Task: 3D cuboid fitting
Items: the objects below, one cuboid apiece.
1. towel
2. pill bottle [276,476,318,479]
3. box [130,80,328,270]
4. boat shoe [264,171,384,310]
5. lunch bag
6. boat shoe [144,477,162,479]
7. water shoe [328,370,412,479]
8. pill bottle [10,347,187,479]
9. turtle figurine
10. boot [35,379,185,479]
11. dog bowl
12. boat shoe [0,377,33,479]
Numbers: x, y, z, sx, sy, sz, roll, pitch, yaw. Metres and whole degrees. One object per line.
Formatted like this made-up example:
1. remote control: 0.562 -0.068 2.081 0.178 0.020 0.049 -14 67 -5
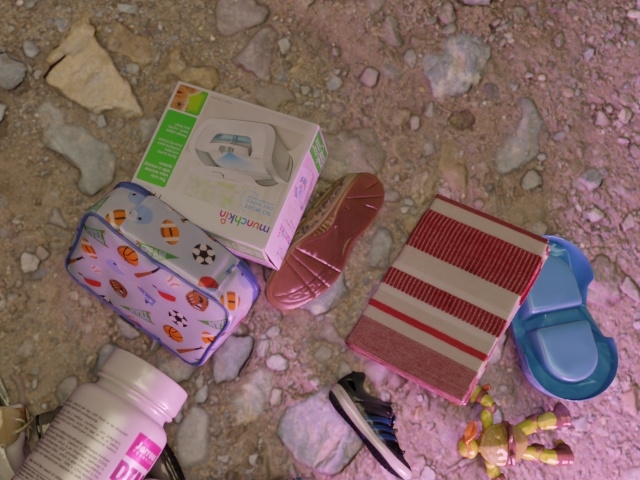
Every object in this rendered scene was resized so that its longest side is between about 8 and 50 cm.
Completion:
1. towel: 0.223 0.095 1.547 0.237 0.037 0.329 26 74 25
2. pill bottle: -0.075 0.456 1.415 0.264 0.146 0.146 -3 80 -10
3. box: -0.153 -0.106 1.485 0.262 0.127 0.231 20 76 14
4. boat shoe: 0.000 0.000 1.554 0.285 0.089 0.104 -49 116 -12
5. lunch bag: -0.261 0.055 1.420 0.303 0.243 0.115 38 52 0
6. boat shoe: -0.296 0.504 1.301 0.118 0.103 0.320 26 72 -4
7. water shoe: 0.102 0.311 1.511 0.080 0.073 0.203 -39 88 -17
8. pill bottle: -0.329 0.311 1.310 0.160 0.160 0.283 33 70 -2
9. turtle figurine: 0.323 0.333 1.537 0.217 0.087 0.269 -5 79 -12
10. boot: -0.335 0.346 1.433 0.161 0.083 0.246 -36 80 -9
11. dog bowl: 0.412 0.142 1.577 0.166 0.074 0.297 -10 72 -10
12. boat shoe: -0.505 0.291 1.388 0.103 0.113 0.302 -34 86 -8
